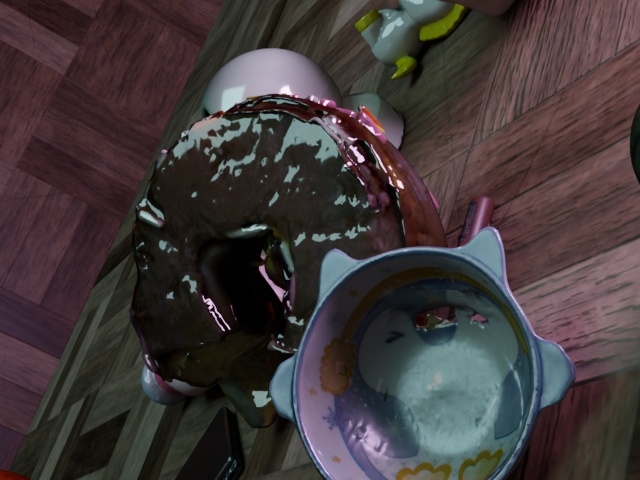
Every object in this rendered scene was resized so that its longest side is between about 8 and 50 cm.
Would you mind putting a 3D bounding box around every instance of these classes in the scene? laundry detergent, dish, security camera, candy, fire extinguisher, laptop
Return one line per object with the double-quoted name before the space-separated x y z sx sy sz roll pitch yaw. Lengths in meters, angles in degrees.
"laundry detergent" -0.157 0.143 1.516 0.335 0.088 0.159 -40 22 50
"dish" 0.090 0.099 0.829 0.236 0.086 0.228 19 90 35
"security camera" -0.037 -0.143 1.374 0.194 0.236 0.195 -49 22 27
"candy" -0.107 0.070 1.213 0.101 0.271 0.143 -14 33 31
"fire extinguisher" 0.135 0.005 1.000 0.046 0.032 0.100 -28 29 42
"laptop" -0.161 0.323 1.361 0.207 0.026 0.154 -57 16 10

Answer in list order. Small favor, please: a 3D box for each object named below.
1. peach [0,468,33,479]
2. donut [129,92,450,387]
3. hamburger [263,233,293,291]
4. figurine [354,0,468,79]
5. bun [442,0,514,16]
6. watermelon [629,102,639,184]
"peach" -0.434 0.461 1.358 0.370 0.370 0.370 -52 20 27
"donut" -0.038 -0.003 1.022 0.345 0.136 0.259 -14 81 35
"hamburger" 0.000 0.000 1.215 0.135 0.155 0.207 -57 7 -15
"figurine" 0.132 -0.301 1.415 0.178 0.109 0.130 -50 47 30
"bun" 0.181 -0.342 1.219 0.263 0.175 0.263 -16 36 12
"watermelon" 0.243 -0.054 0.679 0.133 0.105 0.105 106 177 -48
